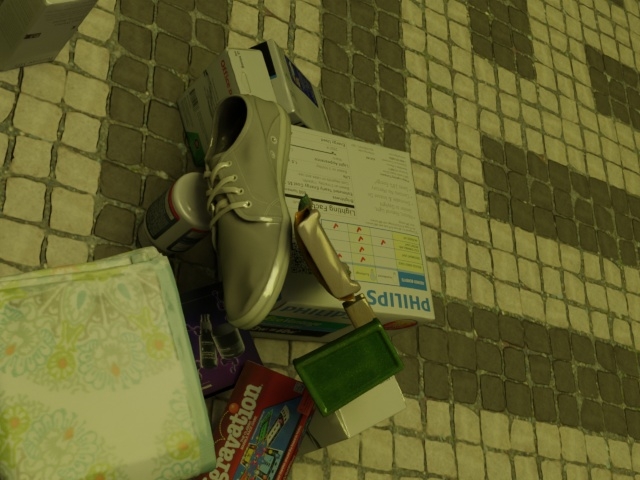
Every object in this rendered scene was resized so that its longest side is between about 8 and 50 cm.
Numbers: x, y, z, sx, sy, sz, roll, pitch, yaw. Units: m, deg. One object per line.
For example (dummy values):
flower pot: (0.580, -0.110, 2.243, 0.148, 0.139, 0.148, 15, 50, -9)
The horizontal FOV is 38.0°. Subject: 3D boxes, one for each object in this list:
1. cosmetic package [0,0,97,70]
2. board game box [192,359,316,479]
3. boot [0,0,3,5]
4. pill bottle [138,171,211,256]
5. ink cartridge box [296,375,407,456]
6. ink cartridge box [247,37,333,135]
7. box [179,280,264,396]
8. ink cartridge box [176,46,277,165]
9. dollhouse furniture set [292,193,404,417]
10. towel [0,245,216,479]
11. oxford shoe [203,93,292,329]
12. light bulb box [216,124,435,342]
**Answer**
cosmetic package: (-0.486, -0.391, 1.616, 0.117, 0.231, 0.085, -25, 85, -41)
board game box: (-0.116, 0.353, 1.542, 0.281, 0.145, 0.027, -66, 157, -12)
boot: (-0.594, -0.484, 1.676, 0.123, 0.095, 0.258, 35, 40, -3)
pill bottle: (-0.252, -0.038, 1.657, 0.108, 0.180, 0.108, 17, 59, -31)
ink cartridge box: (0.023, 0.311, 1.669, 0.160, 0.219, 0.093, -18, 81, -41)
ink cartridge box: (-0.052, -0.285, 1.944, 0.332, 0.065, 0.165, 28, 43, -70)
box: (-0.250, 0.194, 1.600, 0.261, 0.103, 0.184, -17, 77, -41)
ink cartridge box: (-0.180, -0.256, 1.801, 0.087, 0.208, 0.153, -5, 72, -39)
dollhouse furniture set: (-0.010, 0.097, 1.506, 0.151, 0.197, 0.302, -29, 99, 0)
towel: (-0.350, 0.209, 1.418, 0.320, 0.090, 0.374, -10, 76, -23)
oxford shoe: (-0.133, -0.062, 1.528, 0.130, 0.169, 0.449, 25, 50, -35)
light bulb box: (0.000, 0.000, 1.802, 0.358, 0.225, 0.361, 9, 65, -35)
